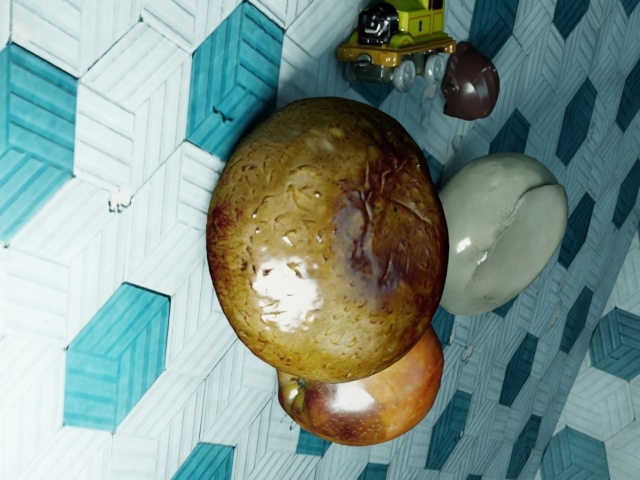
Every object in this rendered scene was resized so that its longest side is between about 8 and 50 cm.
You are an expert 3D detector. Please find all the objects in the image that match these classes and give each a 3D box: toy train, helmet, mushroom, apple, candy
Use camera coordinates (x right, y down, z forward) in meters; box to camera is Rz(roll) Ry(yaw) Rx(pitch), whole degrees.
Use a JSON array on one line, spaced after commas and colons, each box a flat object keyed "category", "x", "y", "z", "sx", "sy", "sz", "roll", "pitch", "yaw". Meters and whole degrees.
[{"category": "toy train", "x": 0.100, "y": -0.262, "z": 1.619, "sx": 0.219, "sy": 0.089, "sz": 0.127, "roll": -23, "pitch": 119, "yaw": -55}, {"category": "helmet", "x": 0.234, "y": -0.235, "z": 1.908, "sx": 0.098, "sy": 0.070, "sz": 0.123, "roll": -46, "pitch": 148, "yaw": -37}, {"category": "mushroom", "x": 0.015, "y": 0.001, "z": 1.493, "sx": 0.239, "sy": 0.345, "sz": 0.345, "roll": -31, "pitch": -169, "yaw": 50}, {"category": "apple", "x": 0.048, "y": 0.170, "z": 1.702, "sx": 0.230, "sy": 0.230, "sz": 0.230, "roll": -43, "pitch": 144, "yaw": -41}, {"category": "candy", "x": 0.267, "y": -0.015, "z": 2.015, "sx": 0.295, "sy": 0.185, "sz": 0.296, "roll": -29, "pitch": 138, "yaw": -30}]
